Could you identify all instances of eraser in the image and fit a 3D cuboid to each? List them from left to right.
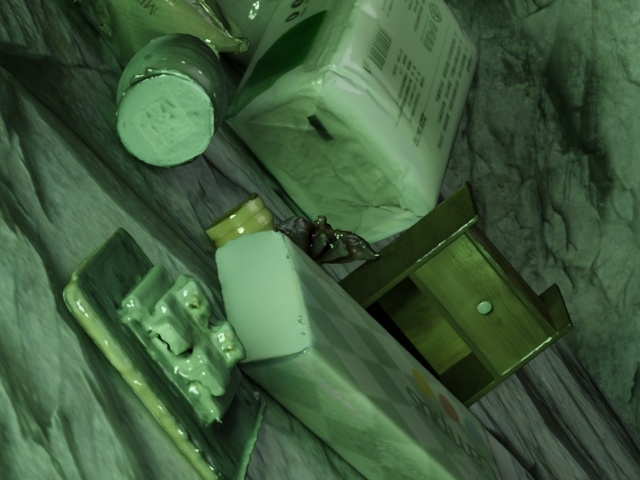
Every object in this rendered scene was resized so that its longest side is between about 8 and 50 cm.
[{"bbox_3d":[0.063,0.164,1.571,0.397,0.082,0.213,44,19,-33],"label":"eraser"}]

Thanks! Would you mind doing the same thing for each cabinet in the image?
[{"bbox_3d":[0.142,0.078,1.848,0.175,0.215,0.148,49,11,-13],"label":"cabinet"}]

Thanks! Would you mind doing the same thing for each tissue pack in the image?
[{"bbox_3d":[0.052,-0.199,2.176,0.266,0.194,0.356,49,38,-26],"label":"tissue pack"}]

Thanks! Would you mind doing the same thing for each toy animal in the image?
[{"bbox_3d":[-0.066,-0.329,2.409,0.265,0.272,0.206,-9,88,-53],"label":"toy animal"}]

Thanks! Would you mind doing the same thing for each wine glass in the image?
[{"bbox_3d":[-0.148,-0.145,1.653,0.111,0.111,0.204,49,11,-15],"label":"wine glass"}]

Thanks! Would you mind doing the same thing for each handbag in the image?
[{"bbox_3d":[-0.205,-0.278,1.802,0.270,0.182,0.117,49,52,-6],"label":"handbag"}]

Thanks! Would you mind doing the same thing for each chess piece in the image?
[{"bbox_3d":[-0.054,0.019,1.638,0.122,0.066,0.066,54,10,-7],"label":"chess piece"}]

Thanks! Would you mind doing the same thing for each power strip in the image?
[{"bbox_3d":[-0.100,0.074,1.258,0.198,0.064,0.213,52,9,-9],"label":"power strip"}]

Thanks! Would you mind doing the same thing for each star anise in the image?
[{"bbox_3d":[-0.010,-0.003,1.850,0.124,0.056,0.129,19,4,41],"label":"star anise"}]
